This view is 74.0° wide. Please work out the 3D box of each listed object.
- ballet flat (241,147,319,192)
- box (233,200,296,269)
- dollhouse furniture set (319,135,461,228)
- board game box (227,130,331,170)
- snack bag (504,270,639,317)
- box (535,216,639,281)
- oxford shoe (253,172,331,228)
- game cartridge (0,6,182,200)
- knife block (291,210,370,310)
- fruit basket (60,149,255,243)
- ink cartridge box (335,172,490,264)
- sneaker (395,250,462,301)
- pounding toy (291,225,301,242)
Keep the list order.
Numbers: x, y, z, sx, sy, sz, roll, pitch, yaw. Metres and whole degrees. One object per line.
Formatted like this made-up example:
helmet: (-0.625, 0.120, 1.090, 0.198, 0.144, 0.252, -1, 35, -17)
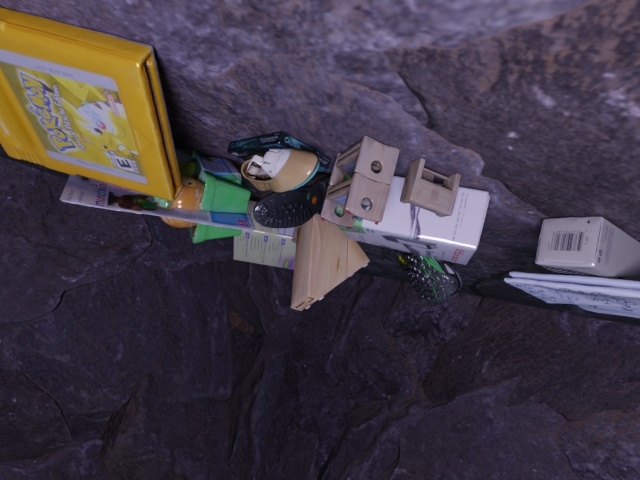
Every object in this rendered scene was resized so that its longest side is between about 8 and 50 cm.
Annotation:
ballet flat: (-0.086, -0.128, 0.766, 0.073, 0.080, 0.232, 32, 165, -26)
box: (-0.161, -0.013, 1.423, 0.243, 0.117, 0.213, 11, 148, -5)
dollhouse furniture set: (0.116, -0.074, 0.738, 0.184, 0.128, 0.129, 18, 172, -17)
board game box: (-0.085, -0.169, 0.845, 0.126, 0.026, 0.186, 21, 170, -41)
snack bag: (0.607, 0.127, 0.852, 0.343, 0.037, 0.323, 20, 169, -32)
box: (0.551, 0.040, 0.829, 0.275, 0.094, 0.113, 20, 170, -29)
oxford shoe: (-0.054, -0.084, 0.871, 0.096, 0.082, 0.227, 21, -147, 41)
game cartridge: (-0.396, -0.202, 0.667, 0.324, 0.052, 0.285, 14, 144, 2)
knife block: (-0.012, -0.003, 0.999, 0.242, 0.276, 0.088, 53, 140, 6)
fruit basket: (-0.340, -0.124, 0.925, 0.354, 0.165, 0.327, 14, -161, -28)
ink cartridge box: (0.183, -0.045, 0.869, 0.273, 0.114, 0.198, 13, 172, 16)
sneaker: (0.282, 0.039, 1.070, 0.147, 0.134, 0.343, -17, -162, 3)
pounding toy: (0.005, 0.008, 1.275, 0.181, 0.205, 0.094, 22, 170, -42)
